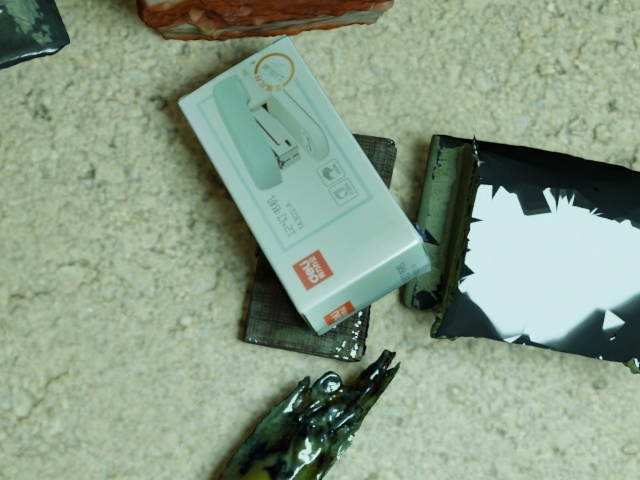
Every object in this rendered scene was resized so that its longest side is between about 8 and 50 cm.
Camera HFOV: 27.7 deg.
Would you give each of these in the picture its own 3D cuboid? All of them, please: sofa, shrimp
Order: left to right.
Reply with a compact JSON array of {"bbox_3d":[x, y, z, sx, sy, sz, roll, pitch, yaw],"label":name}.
[{"bbox_3d":[-0.009,0.310,1.198,0.272,0.085,0.445,28,78,-6],"label":"shrimp"},{"bbox_3d":[0.221,0.009,1.276,0.258,0.182,0.200,10,93,-5],"label":"sofa"}]

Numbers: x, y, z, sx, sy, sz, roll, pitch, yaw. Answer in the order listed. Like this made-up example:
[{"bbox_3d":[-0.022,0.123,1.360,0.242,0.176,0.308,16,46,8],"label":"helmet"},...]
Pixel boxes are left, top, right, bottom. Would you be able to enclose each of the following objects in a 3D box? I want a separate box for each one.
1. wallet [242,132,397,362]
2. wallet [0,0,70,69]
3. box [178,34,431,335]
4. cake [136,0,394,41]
[{"bbox_3d":[0.000,0.000,1.286,0.124,0.042,0.230,9,77,5],"label":"wallet"},{"bbox_3d":[-0.384,-0.312,1.310,0.170,0.044,0.321,-20,81,-13],"label":"wallet"},{"bbox_3d":[-0.014,-0.055,1.234,0.135,0.079,0.269,-31,67,0],"label":"box"},{"bbox_3d":[-0.061,-0.341,1.219,0.270,0.319,0.269,-8,81,-3],"label":"cake"}]
